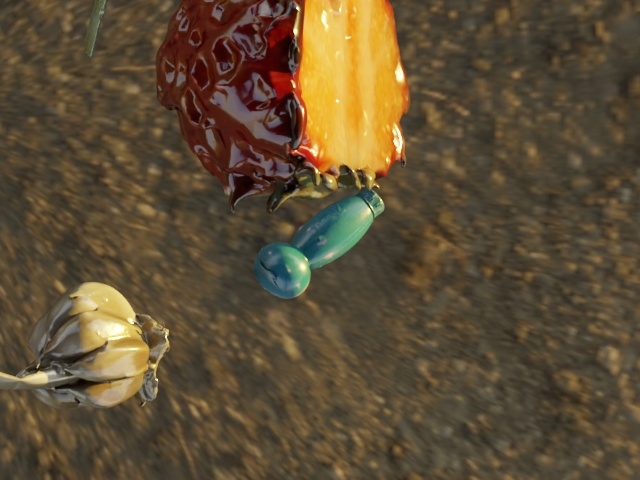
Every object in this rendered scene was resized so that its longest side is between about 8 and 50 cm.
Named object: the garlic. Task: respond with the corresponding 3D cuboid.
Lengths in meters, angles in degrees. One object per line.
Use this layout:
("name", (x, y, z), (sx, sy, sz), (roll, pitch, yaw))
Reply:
("garlic", (-0.260, 0.120, 1.846), (0.194, 0.127, 0.131), (-18, 142, -38))

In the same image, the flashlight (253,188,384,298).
("flashlight", (0.000, 0.000, 1.563), (0.129, 0.051, 0.051), (-38, 102, -15))

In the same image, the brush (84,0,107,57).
("brush", (-0.166, -0.174, 1.361), (0.013, 0.016, 0.083), (-3, 128, -32))

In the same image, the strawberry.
("strawberry", (-0.041, -0.157, 1.381), (0.150, 0.253, 0.280), (-2, 109, 22))
